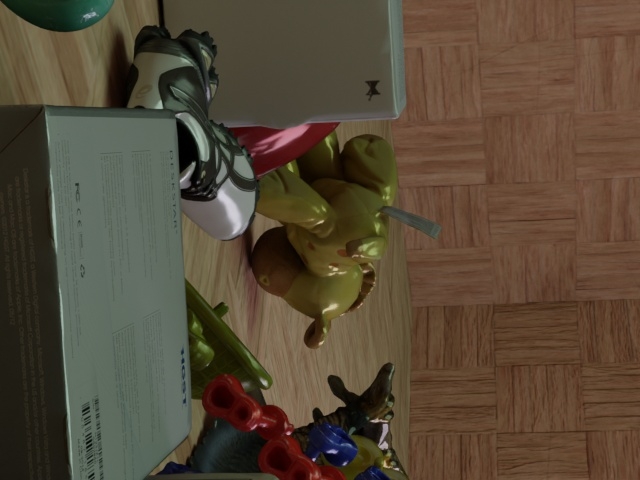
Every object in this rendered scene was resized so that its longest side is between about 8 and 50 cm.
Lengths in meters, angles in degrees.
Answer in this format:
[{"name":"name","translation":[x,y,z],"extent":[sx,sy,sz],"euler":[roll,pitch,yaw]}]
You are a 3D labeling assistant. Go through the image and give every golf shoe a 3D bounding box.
[{"name":"golf shoe","translation":[-0.100,-0.056,1.096],"extent":[0.198,0.077,0.094],"euler":[71,28,-44]}]

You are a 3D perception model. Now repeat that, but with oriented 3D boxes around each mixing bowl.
[{"name":"mixing bowl","translation":[-0.030,-0.152,1.383],"extent":[0.181,0.098,0.181],"euler":[-11,90,-75]}]

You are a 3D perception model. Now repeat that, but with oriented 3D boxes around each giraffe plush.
[{"name":"giraffe plush","translation":[0.000,0.000,1.519],"extent":[0.181,0.210,0.170],"euler":[-36,156,-45]}]

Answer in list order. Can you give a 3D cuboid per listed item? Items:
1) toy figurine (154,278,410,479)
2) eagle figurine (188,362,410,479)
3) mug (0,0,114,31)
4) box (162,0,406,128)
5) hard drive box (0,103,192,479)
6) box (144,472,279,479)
[{"name":"toy figurine","translation":[-0.076,0.188,0.966],"extent":[0.362,0.217,0.191],"euler":[44,6,24]},{"name":"eagle figurine","translation":[-0.021,0.236,1.312],"extent":[0.226,0.225,0.298],"euler":[48,51,-5]},{"name":"mug","translation":[-0.134,-0.186,0.723],"extent":[0.158,0.097,0.129],"euler":[-81,167,-54]},{"name":"box","translation":[-0.027,-0.185,1.226],"extent":[0.119,0.181,0.182],"euler":[-58,145,-78]},{"name":"hard drive box","translation":[-0.129,0.028,0.724],"extent":[0.232,0.089,0.181],"euler":[-26,113,-82]},{"name":"box","translation":[-0.101,0.220,0.667],"extent":[0.311,0.148,0.121],"euler":[-65,151,-72]}]
